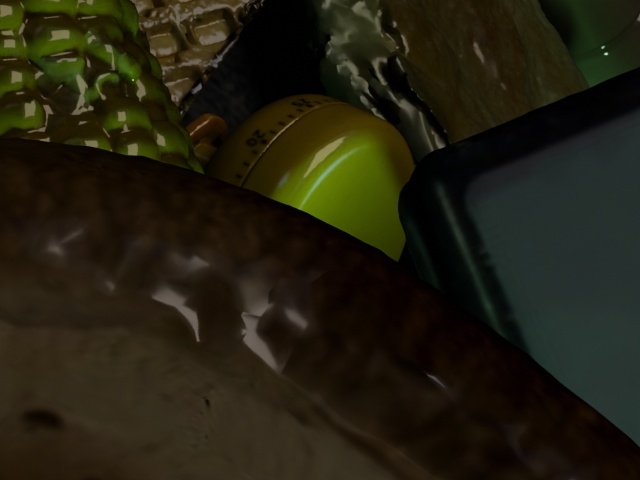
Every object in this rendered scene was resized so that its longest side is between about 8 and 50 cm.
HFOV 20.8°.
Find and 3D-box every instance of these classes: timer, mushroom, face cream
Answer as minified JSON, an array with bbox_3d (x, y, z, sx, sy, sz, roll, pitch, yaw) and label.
[{"bbox_3d":[0.000,0.000,0.682,0.109,0.107,0.107,27,14,30],"label":"timer"},{"bbox_3d":[-0.052,0.129,0.332,0.345,0.239,0.345,24,52,-35],"label":"mushroom"},{"bbox_3d":[0.221,-0.078,1.145,0.341,0.084,0.137,49,26,-40],"label":"face cream"}]

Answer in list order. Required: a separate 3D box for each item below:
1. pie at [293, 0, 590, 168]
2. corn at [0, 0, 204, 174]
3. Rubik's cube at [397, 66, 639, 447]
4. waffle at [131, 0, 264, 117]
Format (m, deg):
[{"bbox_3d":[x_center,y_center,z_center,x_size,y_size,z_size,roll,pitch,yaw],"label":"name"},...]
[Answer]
[{"bbox_3d":[0.071,-0.080,0.908,0.306,0.071,0.306,39,32,-30],"label":"pie"},{"bbox_3d":[-0.144,-0.125,0.573,0.120,0.120,0.363,-16,80,-61],"label":"corn"},{"bbox_3d":[0.243,0.093,0.673,0.313,0.318,0.316,55,15,-68],"label":"Rubik's cube"},{"bbox_3d":[-0.044,-0.080,0.721,0.152,0.023,0.097,-21,79,-36],"label":"waffle"}]
